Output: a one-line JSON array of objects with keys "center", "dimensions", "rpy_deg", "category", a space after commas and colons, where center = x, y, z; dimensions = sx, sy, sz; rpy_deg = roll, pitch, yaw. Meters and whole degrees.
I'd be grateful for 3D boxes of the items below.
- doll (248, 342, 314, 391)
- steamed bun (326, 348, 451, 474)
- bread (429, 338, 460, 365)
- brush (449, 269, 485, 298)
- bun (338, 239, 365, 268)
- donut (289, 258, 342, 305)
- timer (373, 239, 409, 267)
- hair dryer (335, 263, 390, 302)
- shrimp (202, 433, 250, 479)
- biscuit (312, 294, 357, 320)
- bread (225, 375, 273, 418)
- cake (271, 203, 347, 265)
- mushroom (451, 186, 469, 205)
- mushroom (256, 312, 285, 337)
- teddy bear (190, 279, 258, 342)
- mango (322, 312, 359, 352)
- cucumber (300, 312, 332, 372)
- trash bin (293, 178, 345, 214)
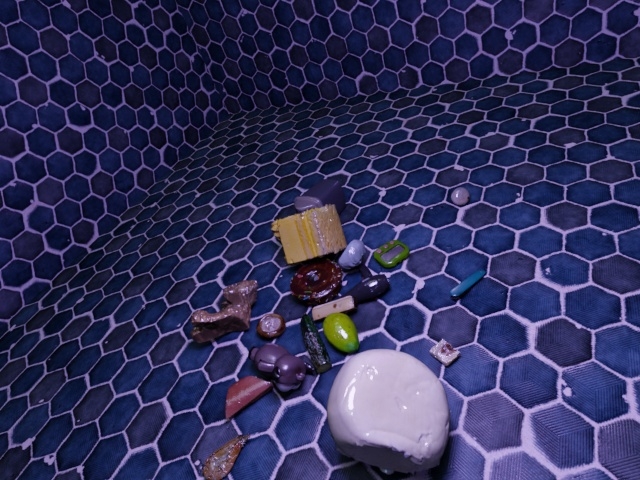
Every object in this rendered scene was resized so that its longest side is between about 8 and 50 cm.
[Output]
[{"center": [-0.149, 0.444, 1.518], "dimensions": [0.257, 0.117, 0.182], "rpy_deg": [21, 13, 42], "category": "doll"}, {"center": [0.185, 0.482, 1.218], "dimensions": [0.333, 0.233, 0.312], "rpy_deg": [24, 49, 4], "category": "steamed bun"}, {"center": [0.410, 0.371, 1.410], "dimensions": [0.070, 0.035, 0.083], "rpy_deg": [-33, 41, -12], "category": "bread"}, {"center": [0.554, 0.166, 1.599], "dimensions": [0.193, 0.032, 0.043], "rpy_deg": [-28, 31, -27], "category": "brush"}, {"center": [0.140, 0.065, 1.794], "dimensions": [0.083, 0.141, 0.141], "rpy_deg": [34, 58, 10], "category": "bun"}, {"center": [-0.014, 0.182, 1.811], "dimensions": [0.235, 0.089, 0.235], "rpy_deg": [-14, 39, 11], "category": "donut"}, {"center": [0.306, 0.059, 1.836], "dimensions": [0.140, 0.047, 0.128], "rpy_deg": [-32, 37, -13], "category": "timer"}, {"center": [0.161, 0.167, 1.779], "dimensions": [0.235, 0.091, 0.272], "rpy_deg": [-28, 24, 10], "category": "hair dryer"}, {"center": [-0.298, 0.693, 1.374], "dimensions": [0.184, 0.043, 0.091], "rpy_deg": [-43, 49, -16], "category": "shrimp"}, {"center": [0.054, 0.265, 1.668], "dimensions": [0.187, 0.052, 0.056], "rpy_deg": [-22, 70, 21], "category": "biscuit"}, {"center": [-0.272, 0.539, 1.521], "dimensions": [0.192, 0.067, 0.119], "rpy_deg": [-34, 38, -15], "category": "bread"}, {"center": [-0.067, -0.019, 1.910], "dimensions": [0.285, 0.228, 0.222], "rpy_deg": [-17, -3, 30], "category": "cake"}, {"center": [0.645, -0.203, 1.976], "dimensions": [0.085, 0.085, 0.079], "rpy_deg": [-22, -4, 1], "category": "mushroom"}, {"center": [-0.200, 0.350, 1.729], "dimensions": [0.123, 0.052, 0.123], "rpy_deg": [-8, 41, 7], "category": "mushroom"}, {"center": [-0.400, 0.274, 1.784], "dimensions": [0.296, 0.246, 0.223], "rpy_deg": [-3, 51, -22], "category": "teddy bear"}, {"center": [0.078, 0.336, 1.569], "dimensions": [0.119, 0.100, 0.178], "rpy_deg": [-28, 45, -12], "category": "mango"}, {"center": [-0.030, 0.371, 1.608], "dimensions": [0.067, 0.068, 0.293], "rpy_deg": [-25, 36, -3], "category": "cucumber"}, {"center": [-0.006, -0.167, 2.145], "dimensions": [0.182, 0.210, 0.290], "rpy_deg": [9, 41, 36], "category": "trash bin"}]
